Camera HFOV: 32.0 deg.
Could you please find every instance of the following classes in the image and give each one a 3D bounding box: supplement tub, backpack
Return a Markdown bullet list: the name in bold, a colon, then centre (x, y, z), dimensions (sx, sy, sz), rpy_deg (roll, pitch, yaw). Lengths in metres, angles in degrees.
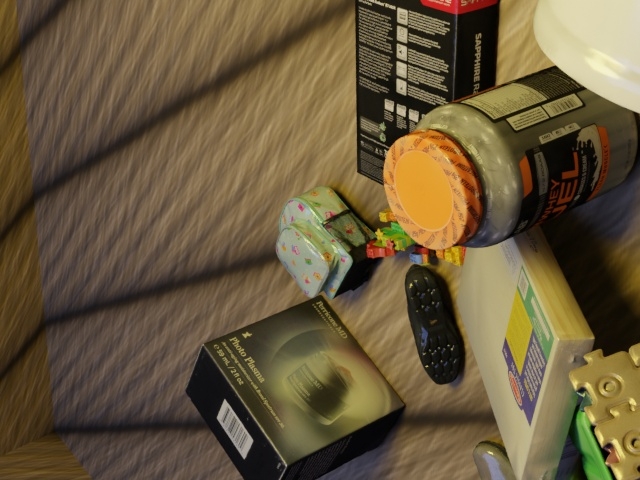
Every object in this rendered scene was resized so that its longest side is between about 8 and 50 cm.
- **supplement tub**: centre (0.248, -0.108, 1.465), dimensions (0.193, 0.316, 0.193), rpy_deg (34, 135, 42)
- **backpack**: centre (0.000, 0.000, 2.056), dimensions (0.188, 0.144, 0.166), rpy_deg (57, 152, 22)

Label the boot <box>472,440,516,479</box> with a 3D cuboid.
- **boot**: centre (0.291, 0.477, 1.893), dimensions (0.083, 0.161, 0.246), rpy_deg (-33, 81, 57)

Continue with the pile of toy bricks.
- **pile of toy bricks**: centre (0.146, -0.008, 1.869), dimensions (0.212, 0.105, 0.118), rpy_deg (15, 121, 51)

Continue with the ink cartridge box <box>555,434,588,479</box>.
- **ink cartridge box**: centre (0.409, 0.465, 1.593), dimensions (0.072, 0.303, 0.307), rpy_deg (-30, 92, 24)

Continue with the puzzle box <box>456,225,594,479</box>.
- **puzzle box**: centre (0.281, 0.113, 1.608), dimensions (0.409, 0.052, 0.272), rpy_deg (-101, 14, -53)

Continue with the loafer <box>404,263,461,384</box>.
- **loafer**: centre (0.194, 0.144, 1.933), dimensions (0.078, 0.076, 0.223), rpy_deg (-96, -10, -69)

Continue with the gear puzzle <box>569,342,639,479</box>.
- **gear puzzle**: centre (0.481, 0.166, 1.336), dimensions (0.044, 0.339, 0.175), rpy_deg (63, -174, -53)

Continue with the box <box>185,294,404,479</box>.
- **box**: centre (-0.052, 0.302, 2.166), dimensions (0.296, 0.294, 0.182), rpy_deg (52, 142, 23)

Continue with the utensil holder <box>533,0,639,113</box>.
- **utensil holder**: centre (0.413, -0.346, 1.081), dimensions (0.327, 0.328, 0.385), rpy_deg (42, 138, 35)

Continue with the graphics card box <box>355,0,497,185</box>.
- **graphics card box**: centre (0.157, -0.244, 1.725), dimensions (0.233, 0.094, 0.370), rpy_deg (29, 130, 44)

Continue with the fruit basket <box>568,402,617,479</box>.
- **fruit basket**: centre (0.518, 0.315, 1.404), dimensions (0.392, 0.283, 0.392), rpy_deg (59, 163, 30)
